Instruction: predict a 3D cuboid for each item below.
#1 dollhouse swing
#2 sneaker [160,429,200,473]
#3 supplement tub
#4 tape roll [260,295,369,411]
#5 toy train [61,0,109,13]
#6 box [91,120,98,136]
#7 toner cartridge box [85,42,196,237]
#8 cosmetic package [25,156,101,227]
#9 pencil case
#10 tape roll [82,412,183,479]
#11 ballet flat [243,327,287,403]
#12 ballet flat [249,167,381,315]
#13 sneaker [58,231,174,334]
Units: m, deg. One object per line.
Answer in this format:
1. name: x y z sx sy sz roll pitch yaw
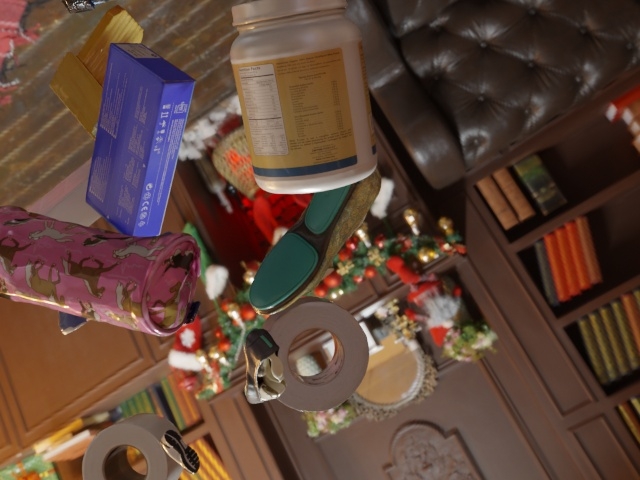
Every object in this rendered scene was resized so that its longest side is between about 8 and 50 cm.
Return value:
1. dollhouse swing: -0.602 -0.479 1.975 0.305 0.315 0.347 -40 -178 1
2. sneaker: -0.301 0.456 1.373 0.040 0.109 0.044 -31 168 -49
3. supplement tub: -0.019 -0.164 0.707 0.144 0.200 0.144 -9 -162 3
4. tape roll: -0.016 0.224 1.272 0.219 0.219 0.072 -26 -170 -11
5. toy train: -0.530 -0.606 1.509 0.184 0.105 0.080 -12 172 -4
6. box: -0.469 -0.345 1.629 0.244 0.100 0.060 -62 -163 -22
7. toner cartridge box: -0.357 -0.185 1.239 0.075 0.165 0.348 -20 140 -49
8. cosmetic package: -0.680 -0.052 1.627 0.377 0.097 0.284 -40 -157 -5
9. pencil case: -0.376 0.039 1.000 0.386 0.160 0.167 8 164 19
10. tape roll: -0.526 0.629 1.822 0.246 0.246 0.169 -30 174 3
11. ballet flat: -0.093 0.232 1.099 0.074 0.074 0.203 -22 139 -23
12. ballet flat: 0.000 0.000 1.173 0.348 0.123 0.123 -58 157 12
13. sneaker: -0.453 0.037 1.360 0.315 0.182 0.127 -39 -166 -37
